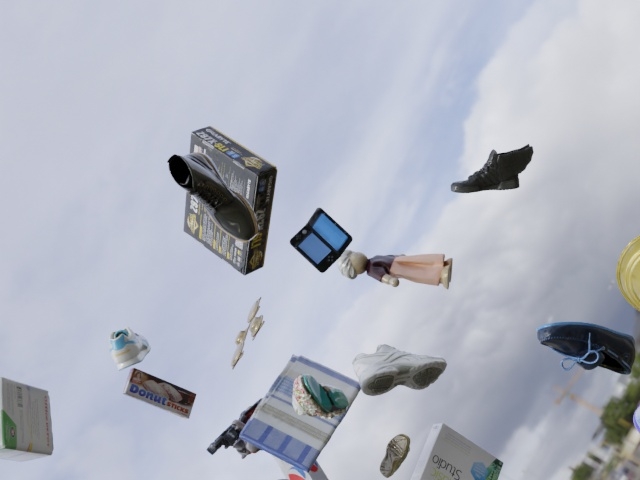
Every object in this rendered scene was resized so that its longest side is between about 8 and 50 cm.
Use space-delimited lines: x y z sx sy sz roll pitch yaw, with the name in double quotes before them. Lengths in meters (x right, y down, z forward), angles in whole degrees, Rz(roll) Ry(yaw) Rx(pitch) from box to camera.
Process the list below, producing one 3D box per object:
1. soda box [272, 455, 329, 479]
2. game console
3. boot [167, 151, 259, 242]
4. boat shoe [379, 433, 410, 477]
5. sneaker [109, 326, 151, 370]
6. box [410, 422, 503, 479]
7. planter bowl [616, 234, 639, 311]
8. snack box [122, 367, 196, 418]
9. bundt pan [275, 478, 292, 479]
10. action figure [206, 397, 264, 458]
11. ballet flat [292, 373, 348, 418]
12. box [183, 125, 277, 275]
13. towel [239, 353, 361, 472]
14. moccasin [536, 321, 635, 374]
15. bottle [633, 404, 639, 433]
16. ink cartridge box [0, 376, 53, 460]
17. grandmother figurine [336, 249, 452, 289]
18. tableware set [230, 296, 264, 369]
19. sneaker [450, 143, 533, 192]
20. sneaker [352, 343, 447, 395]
"soda box" -0.067 0.585 2.249 0.074 0.216 0.069 -39 -11 25
"game console" 0.000 0.000 2.112 0.107 0.122 0.071 -44 -10 -17
"boot" -0.201 -0.074 1.533 0.077 0.198 0.137 -42 -4 11
"boat shoe" 0.208 0.577 2.277 0.048 0.056 0.153 -13 -50 -45
"sneaker" -0.512 0.274 2.252 0.087 0.092 0.229 -23 7 -6
"box" 0.359 0.706 2.346 0.322 0.232 0.058 -62 13 -26
"planter bowl" 0.738 0.087 1.778 0.090 0.217 0.217 -46 -25 -62
"snack box" -0.382 0.366 2.010 0.178 0.022 0.064 30 -119 -28
"bundt pan" -0.011 0.558 1.529 0.124 0.331 0.331 -49 -27 -38
"action figure" -0.208 0.641 2.819 0.341 0.178 0.330 -35 -11 -50
"ballet flat" -0.012 0.332 1.727 0.077 0.091 0.241 -31 -28 10
"box" -0.244 -0.103 2.222 0.079 0.257 0.322 -25 -42 -40
"towel" -0.047 0.422 2.092 0.285 0.209 0.034 -53 -27 -36
"moccasin" 0.742 0.297 2.301 0.138 0.342 0.116 146 132 -59
"bottle" 0.717 0.348 1.677 0.092 0.118 0.283 -38 -18 -12
"ink cartridge box" -0.683 0.399 1.862 0.212 0.093 0.154 55 -157 -69
"grandmother figurine" 0.218 0.078 2.518 0.208 0.342 0.104 -34 -53 -73
"tableware set" -0.170 0.215 1.969 0.141 0.020 0.168 -60 12 16
"sneaker" 0.350 -0.147 1.730 0.051 0.170 0.089 -82 -12 -78
"sneaker" 0.176 0.271 1.885 0.232 0.115 0.090 0 -53 -29
